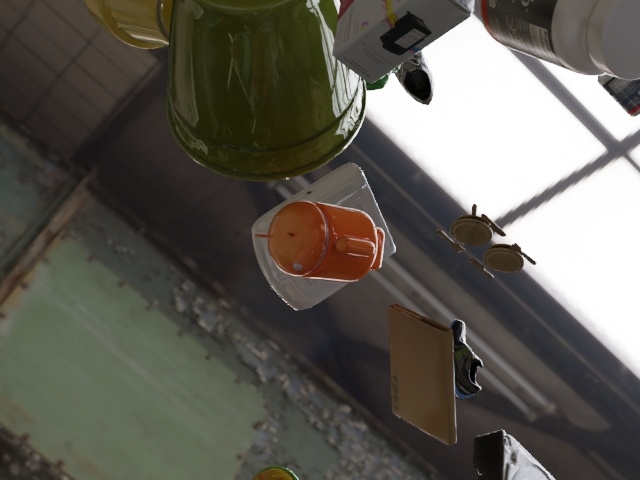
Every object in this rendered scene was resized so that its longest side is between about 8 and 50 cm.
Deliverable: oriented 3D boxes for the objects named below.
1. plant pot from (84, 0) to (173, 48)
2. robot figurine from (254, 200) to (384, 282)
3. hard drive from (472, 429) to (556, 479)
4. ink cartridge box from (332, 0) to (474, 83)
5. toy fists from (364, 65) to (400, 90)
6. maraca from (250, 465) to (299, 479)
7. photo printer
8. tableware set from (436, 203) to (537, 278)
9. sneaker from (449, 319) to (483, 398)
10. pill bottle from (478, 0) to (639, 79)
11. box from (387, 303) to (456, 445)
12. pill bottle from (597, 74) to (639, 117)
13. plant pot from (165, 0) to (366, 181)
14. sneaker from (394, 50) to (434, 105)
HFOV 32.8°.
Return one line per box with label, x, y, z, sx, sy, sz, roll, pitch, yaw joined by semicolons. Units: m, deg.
plant pot;-0.303;-0.484;2.119;0.254;0.254;0.239;-49;-137;-4
robot figurine;0.004;0.003;1.783;0.128;0.219;0.158;-56;-134;27
hard drive;0.346;0.482;1.702;0.064;0.339;0.237;-21;-142;32
ink cartridge box;0.103;-0.296;1.349;0.175;0.072;0.127;-30;-140;41
toy fists;0.129;-0.447;2.289;0.142;0.096;0.279;-34;143;-48
maraca;-0.092;0.495;1.935;0.127;0.099;0.186;4;-106;34
photo printer;0.000;0.000;2.531;0.307;0.256;0.107;-33;-150;-12
tableware set;0.345;0.002;2.237;0.128;0.194;0.039;-21;-138;42
sneaker;0.343;0.277;2.563;0.078;0.067;0.188;-19;-116;28
pill bottle;0.472;-0.422;2.007;0.210;0.210;0.363;-49;-145;-2
box;0.168;0.221;1.811;0.021;0.201;0.164;-12;-162;-29
pill bottle;0.749;-0.403;2.693;0.108;0.180;0.108;-45;-176;4
plant pot;-0.105;-0.351;1.831;0.366;0.366;0.353;-55;160;-27
sneaker;0.205;-0.444;2.596;0.105;0.281;0.115;-32;-150;11
